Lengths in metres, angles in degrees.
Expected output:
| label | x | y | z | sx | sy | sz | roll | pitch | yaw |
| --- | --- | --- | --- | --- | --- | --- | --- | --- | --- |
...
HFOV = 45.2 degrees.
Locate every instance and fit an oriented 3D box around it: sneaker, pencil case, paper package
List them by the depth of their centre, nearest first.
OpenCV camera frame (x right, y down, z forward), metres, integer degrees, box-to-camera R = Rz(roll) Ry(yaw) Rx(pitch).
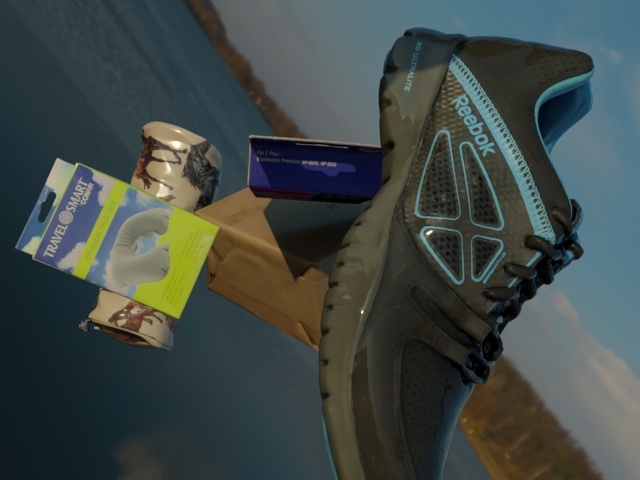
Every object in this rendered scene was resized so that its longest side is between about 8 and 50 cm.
| label | x | y | z | sx | sy | sz | roll | pitch | yaw |
| --- | --- | --- | --- | --- | --- | --- | --- | --- | --- |
| sneaker | 0.090 | 0.014 | 0.480 | 0.125 | 0.140 | 0.340 | 49 | 50 | -65 |
| paper package | 0.000 | 0.000 | 1.348 | 0.310 | 0.325 | 0.168 | 23 | -49 | 39 |
| pencil case | -0.301 | -0.011 | 1.397 | 0.184 | 0.410 | 0.160 | 5 | -15 | 33 |

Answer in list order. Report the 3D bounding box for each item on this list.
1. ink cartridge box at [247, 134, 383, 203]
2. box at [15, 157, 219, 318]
| label | x | y | z | sx | sy | sz | roll | pitch | yaw |
| --- | --- | --- | --- | --- | --- | --- | --- | --- | --- |
| ink cartridge box | -0.008 | -0.091 | 1.070 | 0.371 | 0.176 | 0.069 | 156 | -62 | -87 |
| box | -0.207 | -0.003 | 0.791 | 0.178 | 0.109 | 0.042 | 25 | -7 | -15 |
